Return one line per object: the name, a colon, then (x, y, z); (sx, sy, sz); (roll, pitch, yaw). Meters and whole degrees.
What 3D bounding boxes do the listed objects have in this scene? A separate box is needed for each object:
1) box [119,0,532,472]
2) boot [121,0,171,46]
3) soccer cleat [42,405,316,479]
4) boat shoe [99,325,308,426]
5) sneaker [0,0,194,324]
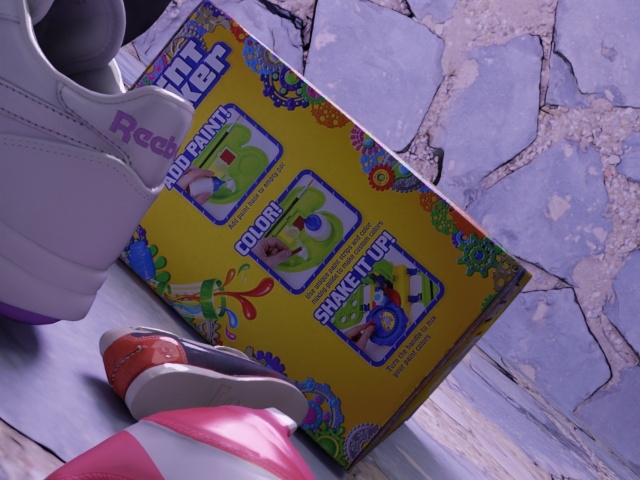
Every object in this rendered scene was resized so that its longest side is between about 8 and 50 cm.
box: (0.000, 0.000, 0.792); (0.279, 0.177, 0.290); (41, 6, 11)
boot: (-0.232, -0.232, 0.586); (0.367, 0.146, 0.445); (6, -16, 31)
soccer cleat: (0.003, 0.151, 0.302); (0.095, 0.083, 0.248); (-9, 48, -42)
boat shoe: (-0.057, 0.076, 0.528); (0.043, 0.049, 0.137); (43, 11, 38)
sneaker: (-0.178, -0.098, 0.516); (0.305, 0.152, 0.114); (42, 8, 23)
